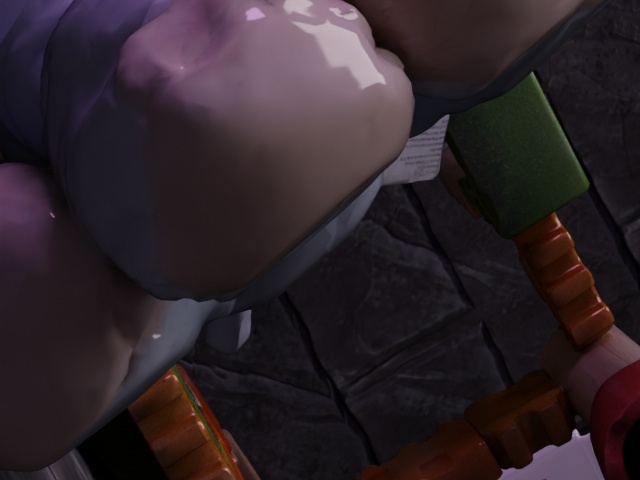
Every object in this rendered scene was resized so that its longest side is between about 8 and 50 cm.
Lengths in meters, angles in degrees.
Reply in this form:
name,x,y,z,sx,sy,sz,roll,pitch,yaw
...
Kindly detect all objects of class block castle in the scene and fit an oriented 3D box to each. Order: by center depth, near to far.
name,x,y,z,sx,sy,sz,roll,pitch,yaw
block castle,0.000,0.000,0.952,0.453,0.303,0.213,61,-4,-20

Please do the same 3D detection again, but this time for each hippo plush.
name,x,y,z,sx,sy,sz,roll,pitch,yaw
hippo plush,-0.059,-0.101,0.549,0.236,0.234,0.294,49,14,3

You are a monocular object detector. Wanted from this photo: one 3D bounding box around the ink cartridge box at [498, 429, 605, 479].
name,x,y,z,sx,sy,sz,roll,pitch,yaw
ink cartridge box,0.131,0.257,1.450,0.207,0.353,0.119,63,-5,-20
